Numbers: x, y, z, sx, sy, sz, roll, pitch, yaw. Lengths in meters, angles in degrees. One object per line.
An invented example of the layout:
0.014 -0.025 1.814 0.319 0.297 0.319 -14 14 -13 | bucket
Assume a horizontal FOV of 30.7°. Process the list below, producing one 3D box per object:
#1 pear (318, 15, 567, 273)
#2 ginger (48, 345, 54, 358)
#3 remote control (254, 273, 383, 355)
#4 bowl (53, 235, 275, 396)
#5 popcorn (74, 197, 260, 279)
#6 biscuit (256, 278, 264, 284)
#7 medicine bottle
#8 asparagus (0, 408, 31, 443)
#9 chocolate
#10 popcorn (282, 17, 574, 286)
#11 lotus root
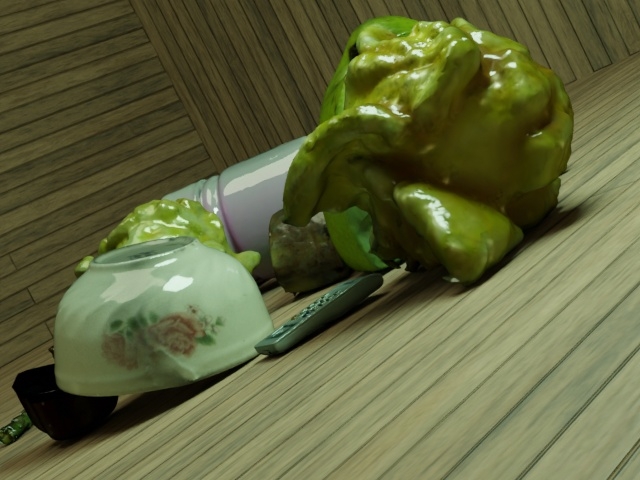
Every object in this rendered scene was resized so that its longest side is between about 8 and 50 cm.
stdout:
0.120 -0.153 1.612 0.343 0.318 0.238 -27 9 -18 | pear
-0.279 0.135 1.909 0.309 0.107 0.133 -25 21 6 | ginger
0.001 0.085 1.333 0.162 0.029 0.061 -34 5 -26 | remote control
-0.200 0.079 1.421 0.277 0.145 0.277 -11 8 2 | bowl
-0.221 0.056 1.671 0.195 0.255 0.256 113 167 -53 | popcorn
-0.082 0.010 2.323 0.144 0.078 0.426 -24 5 41 | biscuit
-0.089 -0.042 2.010 0.326 0.212 0.212 -23 5 12 | medicine bottle
-0.449 0.272 1.780 0.036 0.030 0.165 -51 0 15 | asparagus
-0.317 0.202 1.473 0.125 0.080 0.149 -17 10 -32 | chocolate
0.112 -0.102 1.269 0.326 0.289 0.321 -8 3 1 | popcorn
0.000 0.000 1.754 0.119 0.138 0.235 -16 2 14 | lotus root
